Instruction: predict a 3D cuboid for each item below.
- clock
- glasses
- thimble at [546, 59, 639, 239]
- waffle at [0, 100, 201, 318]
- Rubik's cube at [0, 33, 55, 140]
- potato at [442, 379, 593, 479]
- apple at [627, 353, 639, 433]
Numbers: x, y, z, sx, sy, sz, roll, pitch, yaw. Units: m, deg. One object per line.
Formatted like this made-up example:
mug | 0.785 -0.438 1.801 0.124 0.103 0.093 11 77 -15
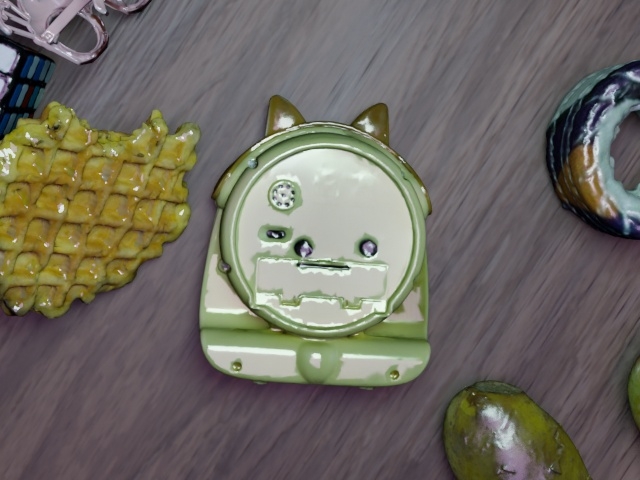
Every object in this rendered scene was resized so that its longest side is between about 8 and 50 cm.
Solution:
clock | 0.000 0.000 1.313 0.286 0.117 0.349 3 94 -5
glasses | -0.283 -0.311 1.231 0.162 0.095 0.255 36 49 -6
thimble | 0.405 -0.107 1.323 0.237 0.150 0.238 0 93 -6
waffle | -0.275 -0.041 1.232 0.300 0.058 0.282 -20 135 -33
Rubik's cube | -0.433 -0.169 1.232 0.187 0.182 0.184 26 92 -5
potato | 0.249 0.284 1.357 0.149 0.113 0.251 -34 98 2
apple | 0.495 0.199 1.345 0.188 0.173 0.207 -11 94 -23
